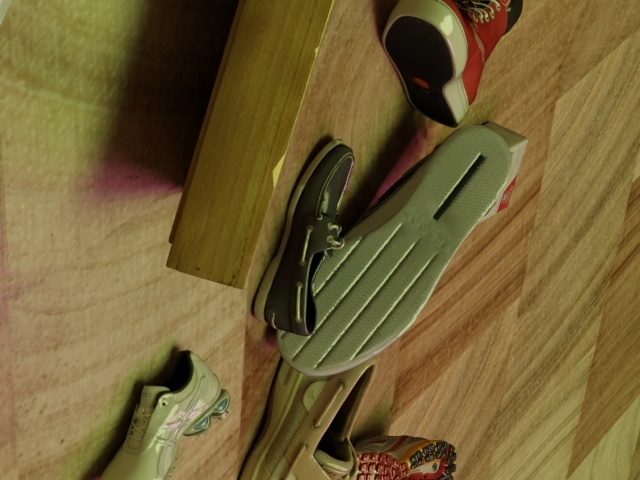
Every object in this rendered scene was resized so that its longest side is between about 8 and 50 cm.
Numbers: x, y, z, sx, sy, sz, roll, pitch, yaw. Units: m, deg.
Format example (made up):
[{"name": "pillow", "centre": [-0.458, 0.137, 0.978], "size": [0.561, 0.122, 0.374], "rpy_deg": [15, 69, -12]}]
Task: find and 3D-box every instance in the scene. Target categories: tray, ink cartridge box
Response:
[{"name": "tray", "centre": [-0.032, -0.186, 1.479], "size": [0.203, 0.076, 0.411], "rpy_deg": [-84, -167, -71]}, {"name": "ink cartridge box", "centre": [0.179, -0.072, 2.125], "size": [0.135, 0.056, 0.099], "rpy_deg": [-29, 140, -52]}]

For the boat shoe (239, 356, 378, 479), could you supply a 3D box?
[{"name": "boat shoe", "centre": [-0.014, 0.242, 2.007], "size": [0.109, 0.098, 0.302], "rpy_deg": [-18, 130, -57]}]

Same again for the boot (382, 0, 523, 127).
[{"name": "boot", "centre": [0.148, -0.240, 1.867], "size": [0.176, 0.088, 0.244], "rpy_deg": [-59, 163, -11]}]

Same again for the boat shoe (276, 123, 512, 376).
[{"name": "boat shoe", "centre": [0.083, 0.019, 1.949], "size": [0.335, 0.121, 0.119], "rpy_deg": [-45, 179, -9]}]

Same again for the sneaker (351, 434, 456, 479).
[{"name": "sneaker", "centre": [0.062, 0.288, 2.221], "size": [0.225, 0.093, 0.088], "rpy_deg": [-3, 99, -43]}]

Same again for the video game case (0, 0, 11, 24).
[{"name": "video game case", "centre": [-0.245, -0.101, 1.033], "size": [0.143, 0.019, 0.157], "rpy_deg": [-3, 124, -62]}]

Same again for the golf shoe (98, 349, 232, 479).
[{"name": "golf shoe", "centre": [-0.163, 0.177, 1.717], "size": [0.176, 0.069, 0.086], "rpy_deg": [-50, 133, -32]}]

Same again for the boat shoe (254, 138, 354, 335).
[{"name": "boat shoe", "centre": [0.000, 0.000, 1.833], "size": [0.075, 0.065, 0.206], "rpy_deg": [0, 114, -63]}]
